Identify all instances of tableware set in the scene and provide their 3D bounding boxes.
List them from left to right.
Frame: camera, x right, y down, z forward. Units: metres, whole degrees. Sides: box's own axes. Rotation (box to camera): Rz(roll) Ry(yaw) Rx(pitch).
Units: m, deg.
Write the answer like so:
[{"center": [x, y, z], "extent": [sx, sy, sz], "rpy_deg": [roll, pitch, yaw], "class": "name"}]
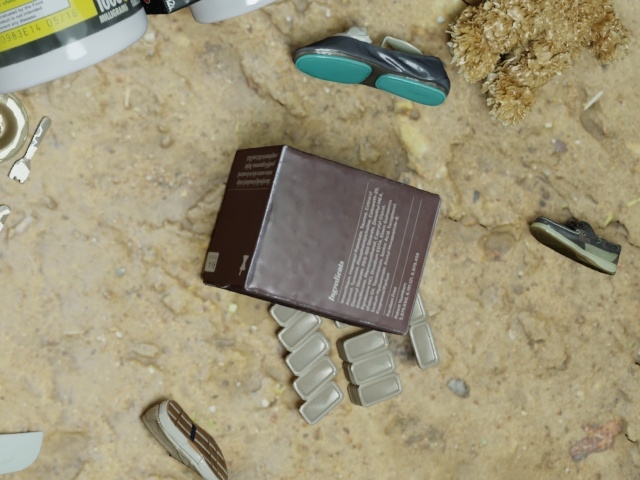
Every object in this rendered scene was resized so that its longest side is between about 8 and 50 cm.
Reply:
[{"center": [-0.376, -0.074, 1.559], "extent": [0.128, 0.039, 0.194], "rpy_deg": [27, 86, -26], "class": "tableware set"}]

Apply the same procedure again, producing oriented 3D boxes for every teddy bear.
[{"center": [0.296, -0.297, 1.800], "extent": [0.338, 0.113, 0.245], "rpy_deg": [-34, 112, -17], "class": "teddy bear"}]

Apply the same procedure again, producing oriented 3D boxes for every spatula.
[{"center": [-0.414, 0.300, 1.586], "extent": [0.242, 0.019, 0.168], "rpy_deg": [-1, 102, -38], "class": "spatula"}]

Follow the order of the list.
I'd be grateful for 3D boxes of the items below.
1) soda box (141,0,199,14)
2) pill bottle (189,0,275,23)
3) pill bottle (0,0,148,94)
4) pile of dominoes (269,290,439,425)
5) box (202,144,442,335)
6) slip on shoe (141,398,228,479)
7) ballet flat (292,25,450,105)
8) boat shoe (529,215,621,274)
[{"center": [-0.175, -0.275, 1.550], "extent": [0.053, 0.169, 0.060], "rpy_deg": [-27, 108, -19], "class": "soda box"}, {"center": [-0.116, -0.364, 1.586], "extent": [0.131, 0.131, 0.229], "rpy_deg": [-27, 108, -19], "class": "pill bottle"}, {"center": [-0.316, -0.332, 1.466], "extent": [0.188, 0.188, 0.334], "rpy_deg": [-27, 108, -19], "class": "pill bottle"}, {"center": [0.027, 0.081, 1.784], "extent": [0.196, 0.040, 0.251], "rpy_deg": [-19, 97, -20], "class": "pile of dominoes"}, {"center": [0.000, 0.000, 1.660], "extent": [0.203, 0.168, 0.167], "rpy_deg": [17, 85, -22], "class": "box"}, {"center": [-0.158, 0.242, 1.709], "extent": [0.041, 0.051, 0.135], "rpy_deg": [-25, 123, 22], "class": "slip on shoe"}, {"center": [0.061, -0.215, 1.732], "extent": [0.203, 0.074, 0.074], "rpy_deg": [13, 92, -20], "class": "ballet flat"}, {"center": [0.333, -0.002, 1.894], "extent": [0.152, 0.056, 0.049], "rpy_deg": [28, 81, -35], "class": "boat shoe"}]
